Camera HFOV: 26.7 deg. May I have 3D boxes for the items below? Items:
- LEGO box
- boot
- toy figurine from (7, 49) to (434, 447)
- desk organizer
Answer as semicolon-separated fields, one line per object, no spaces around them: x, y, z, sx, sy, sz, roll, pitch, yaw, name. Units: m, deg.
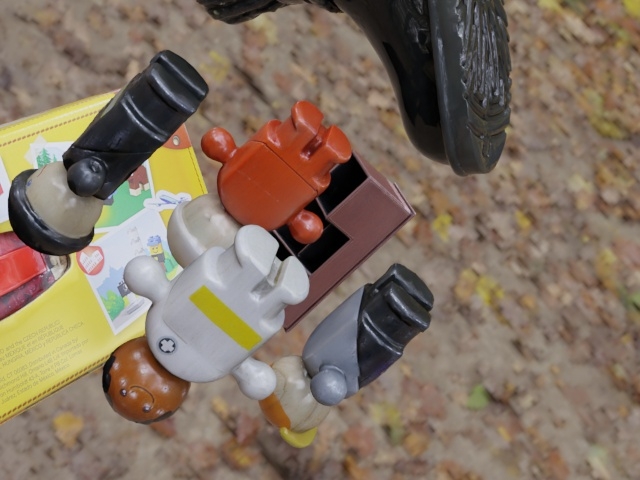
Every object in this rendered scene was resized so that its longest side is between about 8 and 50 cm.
-0.372;0.059;1.003;0.500;0.373;0.193;-30;105;-51;LEGO box
0.013;-0.207;1.149;0.131;0.260;0.347;-7;87;-62;boot
-0.060;0.014;0.807;0.213;0.148;0.209;12;43;-53;toy figurine
0.000;0.000;0.977;0.050;0.130;0.047;39;13;-34;desk organizer
